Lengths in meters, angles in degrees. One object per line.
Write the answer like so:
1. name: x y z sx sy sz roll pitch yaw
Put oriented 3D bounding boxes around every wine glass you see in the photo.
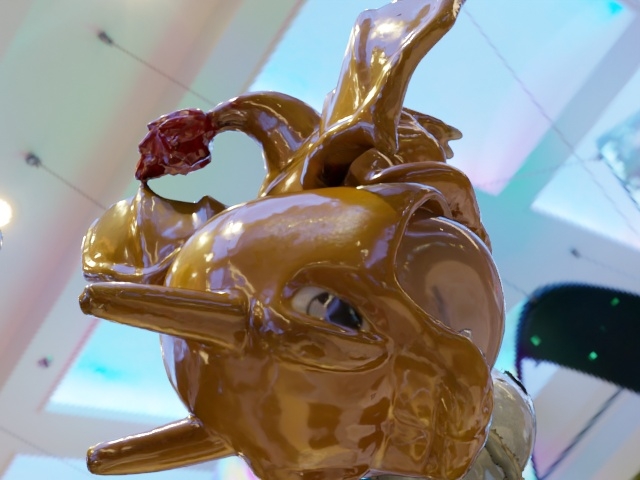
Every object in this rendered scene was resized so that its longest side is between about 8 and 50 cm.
1. wine glass: 0.139 0.203 1.080 0.143 0.143 0.321 -47 -7 11

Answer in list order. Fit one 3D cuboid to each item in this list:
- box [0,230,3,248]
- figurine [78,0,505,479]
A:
1. box: -0.216 0.038 0.346 0.148 0.177 0.195 32 -90 -23
2. figurine: -0.025 0.022 0.893 0.401 0.387 0.268 -21 -63 20
